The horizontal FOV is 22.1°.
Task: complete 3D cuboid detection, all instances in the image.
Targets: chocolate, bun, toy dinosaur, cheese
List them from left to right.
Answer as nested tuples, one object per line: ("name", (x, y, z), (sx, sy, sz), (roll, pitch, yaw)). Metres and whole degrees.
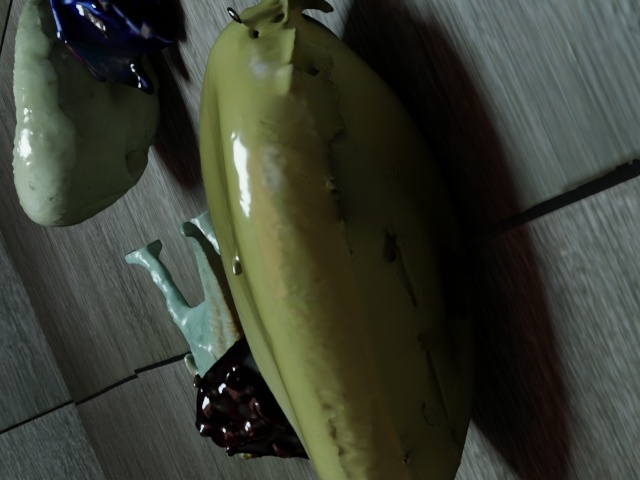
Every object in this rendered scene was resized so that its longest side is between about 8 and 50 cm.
("chocolate", (-0.197, -0.260, 1.291), (0.148, 0.126, 0.343), (-4, 120, 29))
("bun", (-0.211, -0.118, 1.488), (0.231, 0.133, 0.231), (-179, 90, -84))
("toy dinosaur", (-0.086, 0.058, 1.399), (0.205, 0.092, 0.393), (62, 162, 17))
("chocolate", (-0.030, 0.119, 1.226), (0.156, 0.133, 0.156), (158, 90, -77))
("cheese", (0.000, 0.000, 0.970), (0.259, 0.128, 0.316), (-126, 22, -45))
